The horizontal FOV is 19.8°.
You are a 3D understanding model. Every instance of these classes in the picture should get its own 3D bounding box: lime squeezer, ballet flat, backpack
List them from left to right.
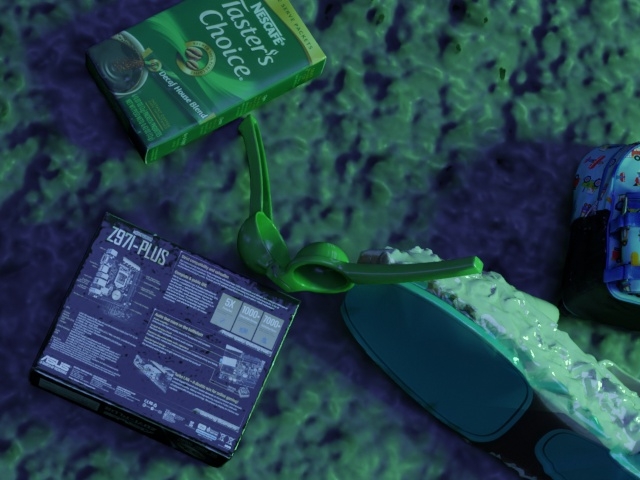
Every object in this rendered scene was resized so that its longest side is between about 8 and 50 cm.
[{"bbox_3d":[0.000,0.000,1.505,0.110,0.059,0.310,-39,43,-17],"label":"lime squeezer"},{"bbox_3d":[0.195,0.131,1.562,0.409,0.147,0.147,40,73,-2],"label":"ballet flat"},{"bbox_3d":[0.297,-0.010,1.600,0.158,0.117,0.173,15,67,-19],"label":"backpack"}]

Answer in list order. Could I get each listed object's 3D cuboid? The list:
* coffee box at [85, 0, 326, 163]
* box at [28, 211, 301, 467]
[{"bbox_3d":[-0.100,-0.157,1.600,0.184,0.040,0.113,-28,77,-16],"label":"coffee box"},{"bbox_3d":[-0.130,0.084,1.521,0.180,0.077,0.147,24,74,-4],"label":"box"}]
